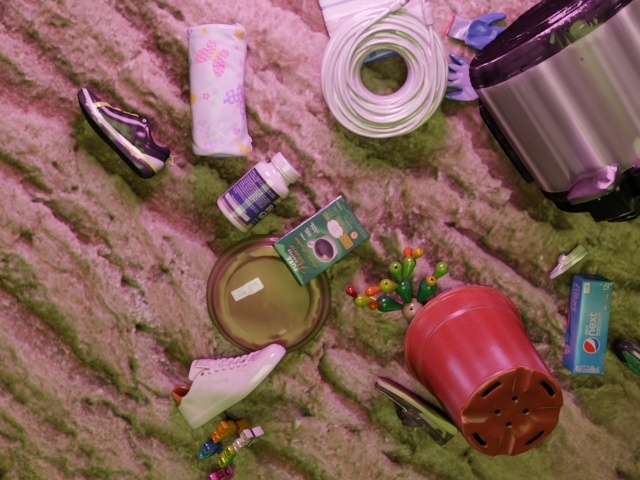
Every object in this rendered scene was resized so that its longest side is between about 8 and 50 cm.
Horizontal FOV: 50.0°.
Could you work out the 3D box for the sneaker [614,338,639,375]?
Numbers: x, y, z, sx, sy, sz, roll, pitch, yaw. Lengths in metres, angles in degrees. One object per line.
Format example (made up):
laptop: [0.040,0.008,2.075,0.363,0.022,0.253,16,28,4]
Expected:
sneaker: [0.752,0.266,1.520,0.223,0.083,0.098,37,77,-10]

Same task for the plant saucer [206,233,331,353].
plant saucer: [-0.115,0.126,1.501,0.277,0.041,0.278,0,100,1]

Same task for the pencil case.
pencil case: [-0.204,-0.300,1.392,0.124,0.113,0.273,-3,100,-10]

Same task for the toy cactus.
toy cactus: [0.180,0.116,1.483,0.218,0.112,0.181,-27,117,2]

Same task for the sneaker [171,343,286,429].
sneaker: [-0.210,0.291,1.483,0.290,0.106,0.123,-37,93,16]

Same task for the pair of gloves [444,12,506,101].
pair of gloves: [0.322,-0.381,1.425,0.159,0.023,0.198,17,100,-5]

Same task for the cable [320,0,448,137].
cable: [0.127,-0.337,1.379,0.257,0.089,0.257,-20,111,8]

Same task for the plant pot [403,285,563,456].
plant pot: [0.335,0.271,1.380,0.272,0.265,0.273,-4,113,-9]

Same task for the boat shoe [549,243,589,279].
boat shoe: [0.535,0.045,1.495,0.100,0.035,0.035,-40,70,10]

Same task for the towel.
towel: [0.097,-0.512,1.397,0.209,0.034,0.285,-16,99,3]

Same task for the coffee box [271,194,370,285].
coffee box: [0.000,0.000,1.455,0.184,0.040,0.113,-37,98,-11]

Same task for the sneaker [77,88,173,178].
sneaker: [-0.403,-0.233,1.433,0.097,0.084,0.235,-44,99,-18]

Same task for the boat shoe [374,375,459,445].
boat shoe: [0.207,0.384,1.525,0.223,0.080,0.073,33,93,-10]

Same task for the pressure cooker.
pressure cooker: [0.522,-0.248,1.266,0.369,0.375,0.420,-37,103,4]

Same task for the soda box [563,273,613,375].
soda box: [0.581,0.182,1.495,0.067,0.071,0.210,3,100,0]

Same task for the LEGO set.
LEGO set: [-0.195,0.453,1.532,0.087,0.093,0.227,54,128,26]

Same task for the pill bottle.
pill bottle: [-0.125,-0.104,1.433,0.169,0.094,0.094,-41,97,7]
